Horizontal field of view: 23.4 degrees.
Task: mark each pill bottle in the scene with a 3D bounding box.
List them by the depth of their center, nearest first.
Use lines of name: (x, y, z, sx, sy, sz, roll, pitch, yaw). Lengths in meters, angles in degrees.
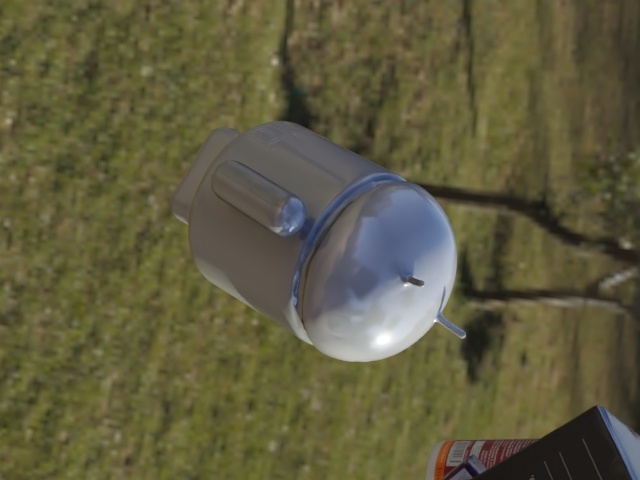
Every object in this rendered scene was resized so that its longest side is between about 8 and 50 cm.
pill bottle: (0.243, 0.293, 1.814, 0.121, 0.221, 0.121, -4, 90, -65)

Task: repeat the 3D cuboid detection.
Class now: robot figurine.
robot figurine: (0.000, 0.000, 1.638, 0.300, 0.353, 0.200, 27, 92, -55)

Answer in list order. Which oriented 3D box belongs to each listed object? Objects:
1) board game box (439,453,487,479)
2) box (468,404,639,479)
board game box: (0.175, 0.399, 1.449, 0.208, 0.347, 0.056, -41, 171, 11)
box: (0.147, 0.301, 0.985, 0.343, 0.312, 0.179, 37, 24, -48)
